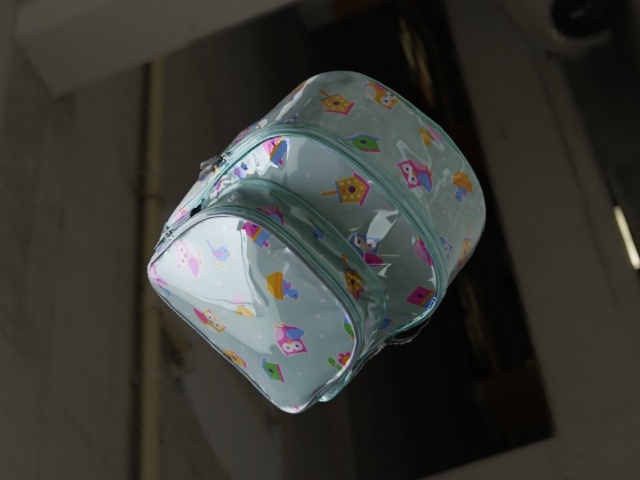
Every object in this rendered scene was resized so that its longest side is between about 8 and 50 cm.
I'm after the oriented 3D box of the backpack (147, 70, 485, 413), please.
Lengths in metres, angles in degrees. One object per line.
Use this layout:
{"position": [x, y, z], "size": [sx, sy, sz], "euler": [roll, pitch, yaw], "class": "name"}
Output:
{"position": [0.000, 0.000, 0.863], "size": [0.166, 0.188, 0.144], "euler": [45, -141, -1], "class": "backpack"}
